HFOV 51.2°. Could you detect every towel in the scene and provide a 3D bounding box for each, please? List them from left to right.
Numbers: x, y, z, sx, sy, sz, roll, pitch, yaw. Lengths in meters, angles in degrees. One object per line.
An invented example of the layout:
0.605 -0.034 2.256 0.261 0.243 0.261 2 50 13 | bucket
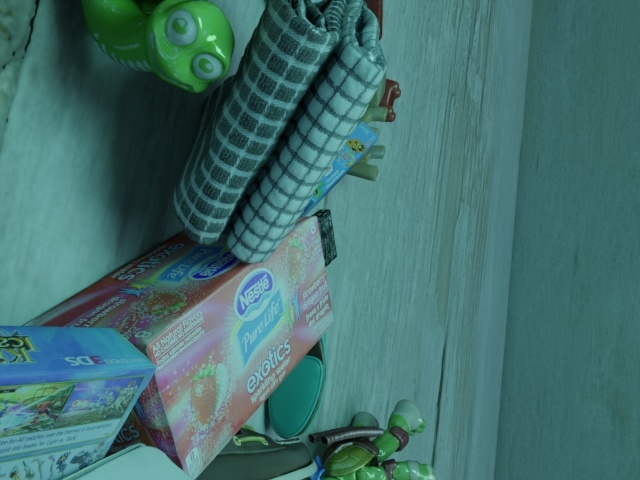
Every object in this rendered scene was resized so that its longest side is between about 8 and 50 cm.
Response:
-0.043 -0.146 0.666 0.235 0.121 0.284 -58 -163 29 | towel

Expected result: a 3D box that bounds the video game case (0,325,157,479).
-0.259 0.165 0.401 0.244 0.061 0.269 -59 154 7 | video game case

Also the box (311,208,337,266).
0.000 0.000 1.054 0.067 0.018 0.083 -41 127 -55 | box

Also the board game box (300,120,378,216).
-0.018 -0.060 0.880 0.039 0.160 0.211 44 38 -1 | board game box

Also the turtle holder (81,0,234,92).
-0.128 -0.312 0.558 0.243 0.227 0.320 59 41 -47 | turtle holder

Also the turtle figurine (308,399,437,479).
0.093 0.397 1.076 0.198 0.274 0.266 -62 170 28 | turtle figurine

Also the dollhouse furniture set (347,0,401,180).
0.040 -0.301 1.023 0.374 0.152 0.201 86 21 -51 | dollhouse furniture set

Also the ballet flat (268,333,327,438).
-0.023 0.155 0.957 0.087 0.083 0.248 10 84 -77 | ballet flat

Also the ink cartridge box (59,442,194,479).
-0.145 0.325 0.476 0.117 0.201 0.278 -7 126 -62 | ink cartridge box

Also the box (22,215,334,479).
-0.120 0.087 0.679 0.300 0.154 0.142 -40 126 -55 | box

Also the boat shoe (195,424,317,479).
-0.107 0.258 0.763 0.324 0.116 0.097 11 53 -62 | boat shoe
